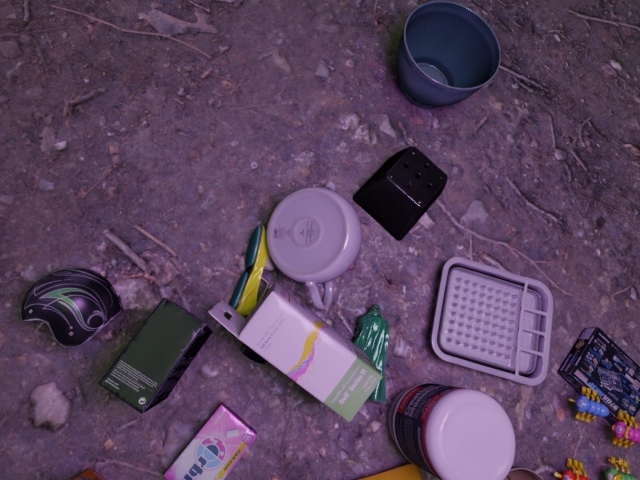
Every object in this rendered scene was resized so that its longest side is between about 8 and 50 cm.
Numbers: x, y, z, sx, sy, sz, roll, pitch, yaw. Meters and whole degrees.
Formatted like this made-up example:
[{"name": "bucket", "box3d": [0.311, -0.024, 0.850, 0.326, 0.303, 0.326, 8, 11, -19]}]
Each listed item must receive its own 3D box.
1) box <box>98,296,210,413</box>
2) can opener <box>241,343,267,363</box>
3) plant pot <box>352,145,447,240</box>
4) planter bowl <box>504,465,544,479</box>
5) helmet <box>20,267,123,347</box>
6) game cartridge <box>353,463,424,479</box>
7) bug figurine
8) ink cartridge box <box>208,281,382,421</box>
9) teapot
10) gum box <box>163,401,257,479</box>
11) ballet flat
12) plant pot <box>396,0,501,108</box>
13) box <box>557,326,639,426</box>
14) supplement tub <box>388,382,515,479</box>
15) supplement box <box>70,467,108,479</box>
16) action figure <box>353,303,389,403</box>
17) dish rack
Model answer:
[{"name": "box", "box3d": [-0.323, 0.234, 0.859, 0.103, 0.261, 0.184, 36, 71, 0]}, {"name": "can opener", "box3d": [-0.098, 0.275, 1.011, 0.186, 0.073, 0.059, 23, 33, -8]}, {"name": "plant pot", "box3d": [0.231, -0.144, 1.128, 0.188, 0.167, 0.187, 43, 71, 3]}, {"name": "planter bowl", "box3d": [0.452, 0.623, 0.992, 0.162, 0.109, 0.162, 3, 74, -11]}, {"name": "helmet", "box3d": [-0.539, 0.139, 0.895, 0.169, 0.169, 0.161, -43, 103, -19]}, {"name": "game cartridge", "box3d": [0.139, 0.686, 0.881, 0.285, 0.053, 0.324, -9, 53, -14]}, {"name": "bug figurine", "box3d": [0.725, 0.536, 1.061, 0.216, 0.072, 0.279, 15, 82, -2]}, {"name": "ink cartridge box", "box3d": [-0.055, 0.205, 0.895, 0.353, 0.207, 0.119, 38, 86, -4]}, {"name": "teapot", "box3d": [0.000, 0.000, 1.040, 0.256, 0.187, 0.252, -47, 67, 7]}, {"name": "gum box", "box3d": [-0.243, 0.473, 0.914, 0.107, 0.062, 0.188, 40, 71, 1]}, {"name": "ballet flat", "box3d": [-0.161, 0.080, 1.041, 0.077, 0.077, 0.231, 22, 75, -24]}, {"name": "plant pot", "box3d": [0.353, -0.523, 1.240, 0.293, 0.196, 0.293, 3, 74, -10]}, {"name": "box", "box3d": [0.804, 0.383, 1.160, 0.220, 0.051, 0.175, 44, 71, 2]}, {"name": "supplement tub", "box3d": [0.276, 0.423, 0.924, 0.191, 0.272, 0.191, 3, 74, -11]}, {"name": "supplement box", "box3d": [-0.467, 0.502, 0.771, 0.078, 0.233, 0.080, 36, 68, 0]}, {"name": "action figure", "box3d": [0.121, 0.275, 1.044, 0.137, 0.063, 0.232, 15, 76, -5]}, {"name": "dish rack", "box3d": [0.457, 0.217, 1.125, 0.332, 0.072, 0.286, 17, 73, -7]}]
